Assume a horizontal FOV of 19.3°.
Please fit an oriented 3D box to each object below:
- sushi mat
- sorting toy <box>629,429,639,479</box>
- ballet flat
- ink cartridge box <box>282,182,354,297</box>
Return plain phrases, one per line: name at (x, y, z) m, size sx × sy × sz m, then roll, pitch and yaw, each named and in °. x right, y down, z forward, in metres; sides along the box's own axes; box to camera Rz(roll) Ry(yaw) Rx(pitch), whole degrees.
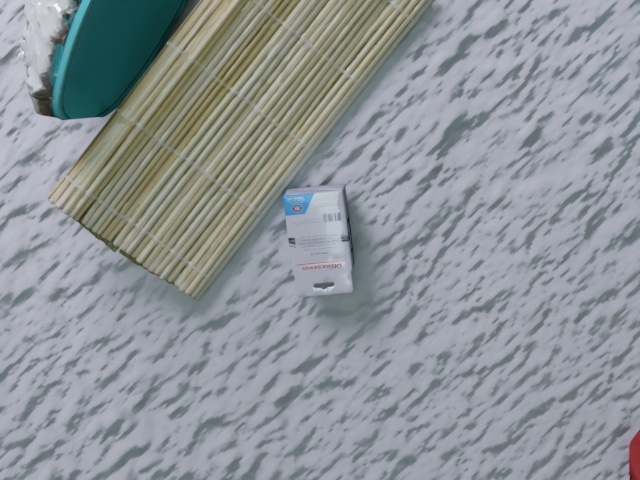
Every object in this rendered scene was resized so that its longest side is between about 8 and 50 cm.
sushi mat at (-0.061, -0.108, 1.462) m, size 0.151 × 0.019 × 0.316 m, roll 34°, pitch 101°, yaw -26°
sorting toy at (0.376, 0.285, 1.438) m, size 0.365 × 0.127 × 0.126 m, roll 32°, pitch 124°, yaw 15°
ballet flat at (-0.131, -0.288, 1.435) m, size 0.147 × 0.147 × 0.409 m, roll 30°, pitch 97°, yaw 2°
ink cartridge box at (0.000, 0.000, 1.489) m, size 0.048 × 0.028 × 0.083 m, roll -5°, pitch 104°, yaw 7°
